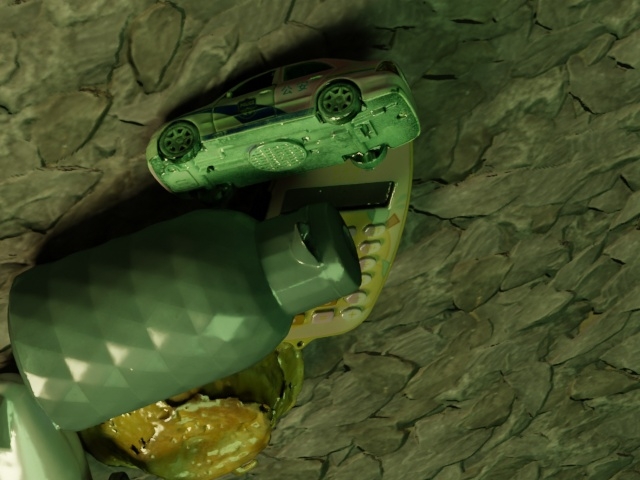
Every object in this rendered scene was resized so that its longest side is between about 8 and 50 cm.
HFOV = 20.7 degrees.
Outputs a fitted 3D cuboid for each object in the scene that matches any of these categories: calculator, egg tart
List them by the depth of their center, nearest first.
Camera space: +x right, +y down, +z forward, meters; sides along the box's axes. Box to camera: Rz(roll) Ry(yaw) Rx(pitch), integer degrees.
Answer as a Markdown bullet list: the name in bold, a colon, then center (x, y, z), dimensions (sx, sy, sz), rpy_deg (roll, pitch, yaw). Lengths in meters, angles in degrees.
- **calculator**: center (0.000, 0.000, 1.578), dimensions (0.157, 0.033, 0.236), rpy_deg (-5, 125, -28)
- **egg tart**: center (-0.121, 0.159, 1.671), dimensions (0.241, 0.106, 0.241), rpy_deg (-15, 141, -12)

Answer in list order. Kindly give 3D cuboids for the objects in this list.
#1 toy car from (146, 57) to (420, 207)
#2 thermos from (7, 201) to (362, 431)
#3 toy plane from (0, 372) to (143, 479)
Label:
- **toy car**: center (-0.033, -0.095, 1.435), dimensions (0.224, 0.076, 0.090), rpy_deg (-13, 153, 13)
- **thermos**: center (-0.103, 0.054, 1.477), dimensions (0.287, 0.145, 0.182), rpy_deg (-19, 165, 10)
- **toy plane**: center (-0.270, 0.233, 1.621), dimensions (0.267, 0.122, 0.266), rpy_deg (6, 126, 8)
